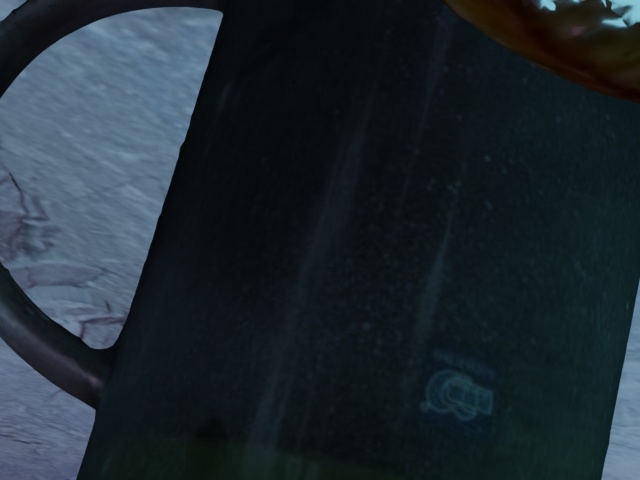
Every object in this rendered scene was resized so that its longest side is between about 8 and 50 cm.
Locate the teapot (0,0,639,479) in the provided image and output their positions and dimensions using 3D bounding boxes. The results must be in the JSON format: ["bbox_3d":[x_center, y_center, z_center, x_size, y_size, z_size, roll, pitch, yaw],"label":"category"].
[{"bbox_3d":[0.000,0.000,0.623,0.270,0.337,0.200,17,157,-5],"label":"teapot"}]

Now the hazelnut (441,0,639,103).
[{"bbox_3d":[0.101,-0.129,0.500,0.204,0.178,0.178,-12,167,-24],"label":"hazelnut"}]
